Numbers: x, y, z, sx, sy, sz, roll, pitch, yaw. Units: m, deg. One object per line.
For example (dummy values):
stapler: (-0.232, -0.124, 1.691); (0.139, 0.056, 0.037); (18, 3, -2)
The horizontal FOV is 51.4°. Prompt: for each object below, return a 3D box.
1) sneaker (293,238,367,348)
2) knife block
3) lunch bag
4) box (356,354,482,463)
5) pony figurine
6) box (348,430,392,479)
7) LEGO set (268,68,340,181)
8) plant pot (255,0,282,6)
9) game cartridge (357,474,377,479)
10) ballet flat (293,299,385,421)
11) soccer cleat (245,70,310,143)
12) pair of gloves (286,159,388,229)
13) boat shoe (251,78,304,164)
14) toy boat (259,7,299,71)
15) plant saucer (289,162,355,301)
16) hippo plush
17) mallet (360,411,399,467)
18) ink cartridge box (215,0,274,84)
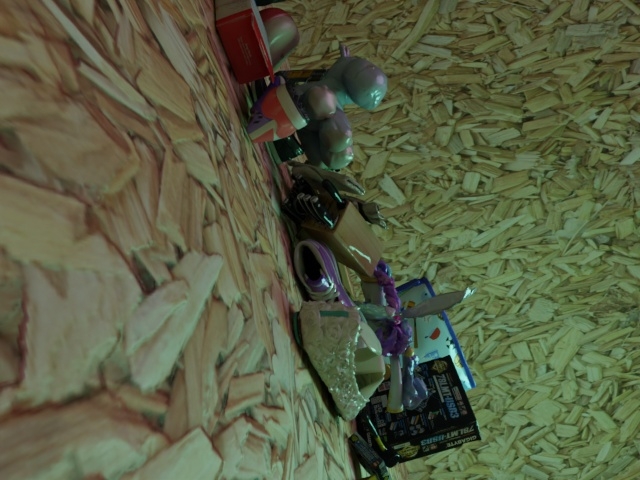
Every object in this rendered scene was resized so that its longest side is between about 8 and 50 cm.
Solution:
sneaker: (0.012, 0.130, 1.394); (0.282, 0.102, 0.161); (64, 6, 8)
knife block: (0.041, -0.035, 1.467); (0.088, 0.275, 0.242); (-62, -173, -16)
lunch bag: (0.278, 0.349, 2.196); (0.239, 0.327, 0.386); (-141, -154, -81)
box: (0.238, 0.440, 1.733); (0.296, 0.293, 0.074); (-98, 171, -66)
pony figurine: (0.175, 0.218, 1.615); (0.351, 0.302, 0.364); (-3, -92, 64)
box: (0.111, 0.486, 1.455); (0.094, 0.027, 0.137); (40, -20, 41)
LEGO set: (-0.067, -0.327, 1.881); (0.255, 0.192, 0.331); (-67, 149, -33)
plant pot: (-0.131, -0.657, 1.498); (0.293, 0.292, 0.196); (69, 33, -47)
game cartridge: (0.118, 0.612, 1.237); (0.285, 0.052, 0.324); (61, 10, -71)
ballet flat: (0.057, 0.238, 1.267); (0.409, 0.146, 0.147); (69, 7, -57)
soccer cleat: (-0.097, -0.269, 1.360); (0.109, 0.116, 0.318); (59, 5, -19)
pair of gloves: (0.038, -0.103, 1.507); (0.204, 0.042, 0.240); (23, -10, 37)
boat shoe: (-0.103, -0.292, 1.553); (0.084, 0.079, 0.233); (-93, 165, -57)
toy boat: (-0.145, -0.494, 1.581); (0.151, 0.151, 0.231); (43, 6, -3)
plant saucer: (0.000, 0.000, 1.764); (0.333, 0.080, 0.333); (58, 16, -77)
hippo plush: (0.043, -0.325, 1.618); (0.294, 0.236, 0.234); (27, -31, 52)
mallet: (0.112, 0.410, 1.407); (0.062, 0.039, 0.190); (31, -24, 51)
ink cartridge box: (-0.154, -0.411, 1.336); (0.231, 0.077, 0.134); (-101, 173, -49)
